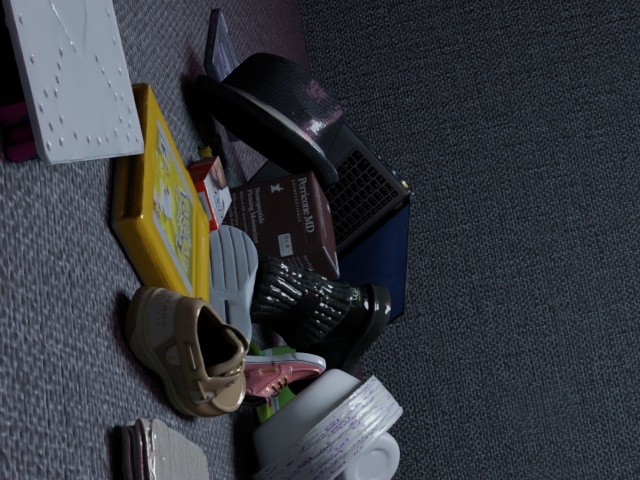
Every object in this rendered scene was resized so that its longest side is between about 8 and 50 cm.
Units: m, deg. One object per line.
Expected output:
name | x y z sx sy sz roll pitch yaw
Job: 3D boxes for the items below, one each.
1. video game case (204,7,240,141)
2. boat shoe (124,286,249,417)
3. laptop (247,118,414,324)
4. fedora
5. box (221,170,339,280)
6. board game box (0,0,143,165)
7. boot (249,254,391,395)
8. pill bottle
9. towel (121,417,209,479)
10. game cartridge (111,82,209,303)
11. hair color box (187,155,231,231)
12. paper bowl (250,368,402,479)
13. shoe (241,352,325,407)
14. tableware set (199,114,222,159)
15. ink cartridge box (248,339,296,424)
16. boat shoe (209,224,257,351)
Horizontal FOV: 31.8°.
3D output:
video game case | -0.209 -0.369 2.479 0.274 0.026 0.196 -90 166 -54
boat shoe | -0.159 0.170 1.569 0.341 0.110 0.121 58 38 -61
laptop | 0.000 0.000 2.320 0.408 0.382 0.236 47 52 -2
fedora | -0.074 -0.255 2.166 0.152 0.334 0.334 -55 161 -9
box | -0.085 -0.010 2.154 0.167 0.203 0.168 61 18 -65
board game box | -0.327 -0.285 1.354 0.390 0.050 0.389 -47 126 -81
boot | -0.057 0.163 2.046 0.131 0.260 0.348 -98 -151 -42
pill bottle | 0.043 0.420 2.398 0.264 0.146 0.146 33 -35 53
towel | -0.190 0.336 1.419 0.282 0.049 0.187 64 17 -66
game cartridge | -0.229 -0.028 1.684 0.323 0.053 0.285 68 12 -48
hair color box | -0.201 -0.081 1.967 0.167 0.053 0.093 -84 160 -71
paper bowl | -0.005 0.336 1.976 0.148 0.284 0.284 51 5 6
shoe | -0.079 0.242 1.926 0.063 0.178 0.081 95 -7 -57
tableware set | -0.211 -0.182 2.171 0.154 0.024 0.104 -82 159 -68
ink cartridge box | -0.065 0.297 2.233 0.255 0.097 0.188 63 17 -66
boat shoe | -0.166 0.098 1.863 0.302 0.109 0.094 -92 -163 -48
